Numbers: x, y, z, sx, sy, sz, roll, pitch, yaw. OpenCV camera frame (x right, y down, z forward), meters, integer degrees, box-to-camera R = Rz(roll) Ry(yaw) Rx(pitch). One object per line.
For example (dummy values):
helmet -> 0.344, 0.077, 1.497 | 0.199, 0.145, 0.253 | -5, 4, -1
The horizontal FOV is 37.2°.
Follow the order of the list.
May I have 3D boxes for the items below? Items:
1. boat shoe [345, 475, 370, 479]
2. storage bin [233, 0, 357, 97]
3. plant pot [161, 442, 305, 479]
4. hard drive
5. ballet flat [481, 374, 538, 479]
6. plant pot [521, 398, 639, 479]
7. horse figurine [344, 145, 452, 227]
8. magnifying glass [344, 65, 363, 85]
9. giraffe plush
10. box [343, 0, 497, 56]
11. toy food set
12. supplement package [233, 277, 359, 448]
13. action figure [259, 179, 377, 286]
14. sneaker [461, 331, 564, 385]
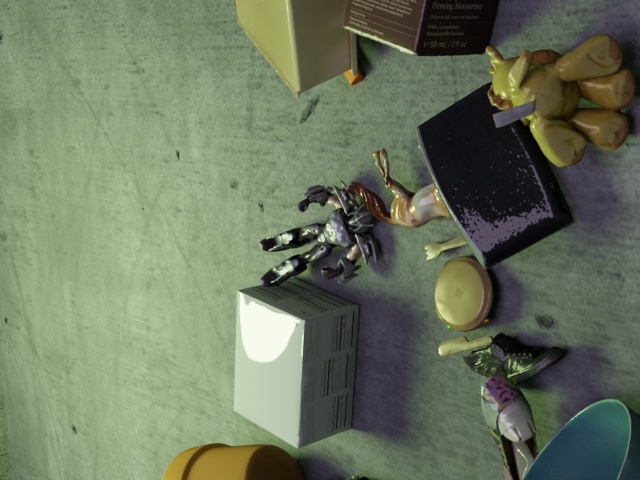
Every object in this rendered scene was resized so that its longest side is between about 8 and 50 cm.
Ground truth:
boat shoe -> 0.072, 0.496, 1.840 | 0.233, 0.084, 0.079 | -6, 56, 56
storage bin -> -0.060, -0.426, 1.605 | 0.260, 0.123, 0.262 | 54, 166, 28
plant pot -> -0.161, 0.545, 1.964 | 0.203, 0.291, 0.291 | -26, 78, 32
hard drive -> 0.255, -0.102, 1.452 | 0.172, 0.054, 0.255 | -30, 74, 21
ballet flat -> 0.310, 0.315, 1.481 | 0.079, 0.076, 0.222 | -132, 24, -72
plant pot -> 0.409, 0.393, 1.305 | 0.195, 0.290, 0.290 | 34, 130, -2
horse figurine -> 0.168, -0.085, 1.583 | 0.263, 0.066, 0.175 | -18, 94, 41
magnifying glass -> 0.016, -0.382, 1.726 | 0.092, 0.026, 0.231 | -44, 67, 44
giraffe plush -> 0.314, -0.210, 1.344 | 0.170, 0.210, 0.181 | -119, 26, -66
box -> 0.162, -0.401, 1.447 | 0.167, 0.168, 0.203 | 33, 122, 41
toy food set -> 0.238, 0.089, 1.576 | 0.132, 0.038, 0.192 | -20, 72, 47
supplement package -> -0.051, 0.232, 1.849 | 0.204, 0.145, 0.262 | 20, 112, 44
action figure -> 0.000, 0.000, 1.778 | 0.285, 0.099, 0.185 | -26, 74, 45
sneaker -> 0.304, 0.183, 1.508 | 0.089, 0.051, 0.170 | 60, 139, 14
